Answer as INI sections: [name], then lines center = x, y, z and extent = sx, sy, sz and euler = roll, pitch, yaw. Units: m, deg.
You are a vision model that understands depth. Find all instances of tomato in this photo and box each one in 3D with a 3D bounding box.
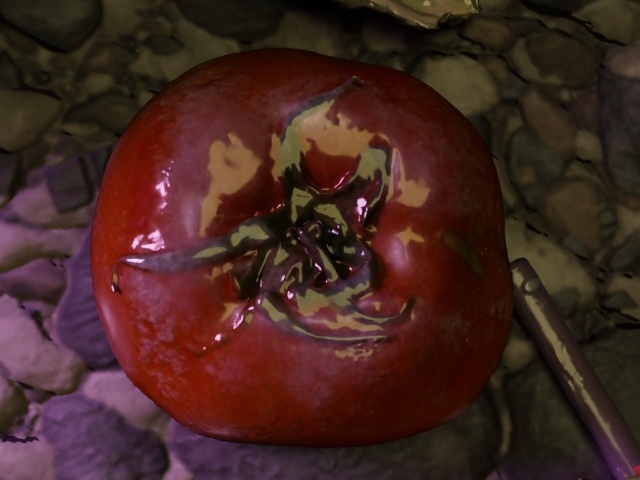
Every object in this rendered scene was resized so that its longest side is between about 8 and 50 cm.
[tomato]
center = 0.000, 0.000, 0.461
extent = 0.236, 0.095, 0.237
euler = 3, 76, -10

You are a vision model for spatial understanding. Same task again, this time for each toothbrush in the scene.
[toothbrush]
center = 0.198, 0.164, 0.491
extent = 0.024, 0.029, 0.354
euler = -25, 81, -30

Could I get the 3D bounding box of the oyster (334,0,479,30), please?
[oyster]
center = 0.000, -0.183, 0.529
extent = 0.209, 0.072, 0.133
euler = 9, 66, -29

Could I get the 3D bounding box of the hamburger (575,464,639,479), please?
[hamburger]
center = 0.130, 0.181, 0.406
extent = 0.137, 0.175, 0.175
euler = 1, 75, -4
